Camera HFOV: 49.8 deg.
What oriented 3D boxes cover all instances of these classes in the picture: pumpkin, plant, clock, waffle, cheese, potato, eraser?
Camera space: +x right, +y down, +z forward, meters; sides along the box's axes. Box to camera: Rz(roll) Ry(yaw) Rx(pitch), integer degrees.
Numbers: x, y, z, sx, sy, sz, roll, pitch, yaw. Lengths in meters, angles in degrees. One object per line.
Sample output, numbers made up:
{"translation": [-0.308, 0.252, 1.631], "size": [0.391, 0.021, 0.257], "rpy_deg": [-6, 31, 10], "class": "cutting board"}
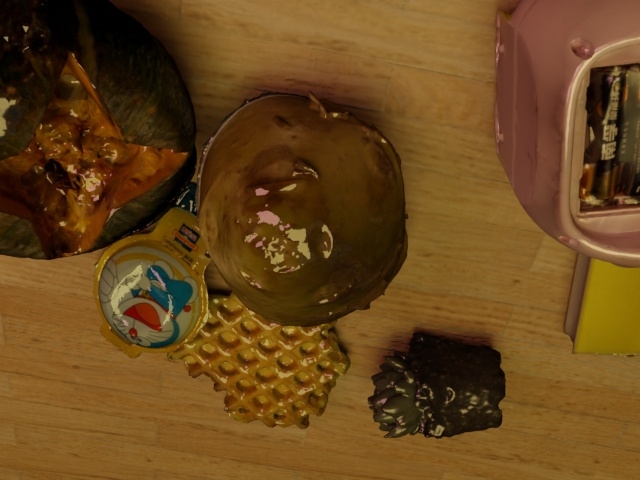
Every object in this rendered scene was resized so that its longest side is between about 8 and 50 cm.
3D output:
{"translation": [-0.289, -0.115, 0.728], "size": [0.320, 0.192, 0.320], "rpy_deg": [-26, 144, -21], "class": "pumpkin"}
{"translation": [0.165, 0.212, 0.999], "size": [0.194, 0.129, 0.132], "rpy_deg": [-3, 121, 2], "class": "plant"}
{"translation": [0.377, -0.135, 0.675], "size": [0.376, 0.250, 0.368], "rpy_deg": [-4, 121, 7], "class": "clock"}
{"translation": [-0.096, 0.186, 1.046], "size": [0.291, 0.051, 0.291], "rpy_deg": [2, 121, 3], "class": "waffle"}
{"translation": [-0.217, 0.047, 0.945], "size": [0.177, 0.069, 0.270], "rpy_deg": [38, 106, 3], "class": "cheese"}
{"translation": [0.000, 0.000, 0.782], "size": [0.246, 0.196, 0.300], "rpy_deg": [-38, 129, -1], "class": "potato"}
{"translation": [0.421, 0.053, 0.908], "size": [0.158, 0.069, 0.226], "rpy_deg": [1, 124, 7], "class": "eraser"}
